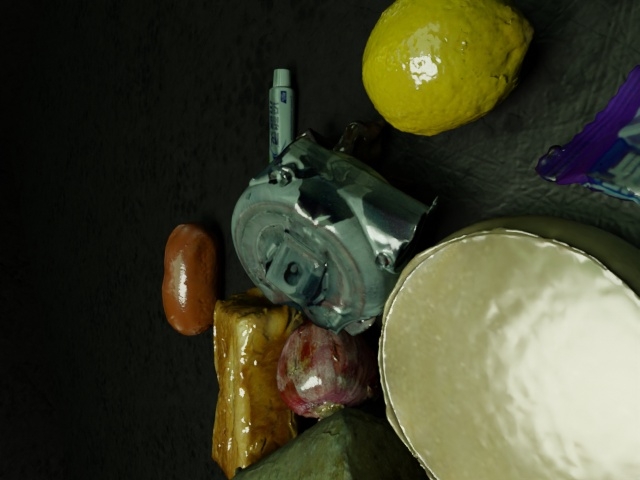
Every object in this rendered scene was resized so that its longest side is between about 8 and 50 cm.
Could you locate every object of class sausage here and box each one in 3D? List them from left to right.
[{"bbox_3d":[-0.292,0.087,1.034,0.133,0.133,0.258,7,96,45],"label":"sausage"}]

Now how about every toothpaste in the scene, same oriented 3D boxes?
[{"bbox_3d":[-0.075,-0.169,0.863,0.075,0.048,0.296,10,101,45],"label":"toothpaste"}]

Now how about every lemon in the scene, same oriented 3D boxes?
[{"bbox_3d":[0.145,-0.217,0.546,0.180,0.181,0.193,69,156,18],"label":"lemon"}]

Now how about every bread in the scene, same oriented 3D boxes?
[{"bbox_3d":[-0.111,0.263,0.841,0.195,0.149,0.343,11,100,56],"label":"bread"}]

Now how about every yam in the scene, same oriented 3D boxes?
[{"bbox_3d":[0.007,0.361,0.626,0.300,0.195,0.195,-40,64,28],"label":"yam"}]

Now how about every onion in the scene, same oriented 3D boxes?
[{"bbox_3d":[0.006,0.184,0.726,0.159,0.160,0.194,-51,33,34],"label":"onion"}]

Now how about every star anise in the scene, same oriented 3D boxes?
[{"bbox_3d":[0.026,-0.099,0.724,0.214,0.099,0.220,54,127,18],"label":"star anise"}]

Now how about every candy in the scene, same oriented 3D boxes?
[{"bbox_3d":[0.353,-0.054,0.414,0.275,0.070,0.145,48,115,36],"label":"candy"}]

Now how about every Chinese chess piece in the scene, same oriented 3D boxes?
[{"bbox_3d":[0.224,0.140,0.500,0.338,0.141,0.337,4,95,44],"label":"Chinese chess piece"}]

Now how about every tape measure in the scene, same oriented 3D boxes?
[{"bbox_3d":[0.000,0.000,0.633,0.256,0.147,0.275,32,138,14],"label":"tape measure"}]

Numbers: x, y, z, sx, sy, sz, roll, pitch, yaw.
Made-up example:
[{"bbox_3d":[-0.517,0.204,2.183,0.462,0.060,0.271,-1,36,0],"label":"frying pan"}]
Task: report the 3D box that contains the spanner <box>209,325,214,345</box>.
[{"bbox_3d":[-0.235,0.277,1.061,0.046,0.012,0.208,-36,66,41],"label":"spanner"}]
